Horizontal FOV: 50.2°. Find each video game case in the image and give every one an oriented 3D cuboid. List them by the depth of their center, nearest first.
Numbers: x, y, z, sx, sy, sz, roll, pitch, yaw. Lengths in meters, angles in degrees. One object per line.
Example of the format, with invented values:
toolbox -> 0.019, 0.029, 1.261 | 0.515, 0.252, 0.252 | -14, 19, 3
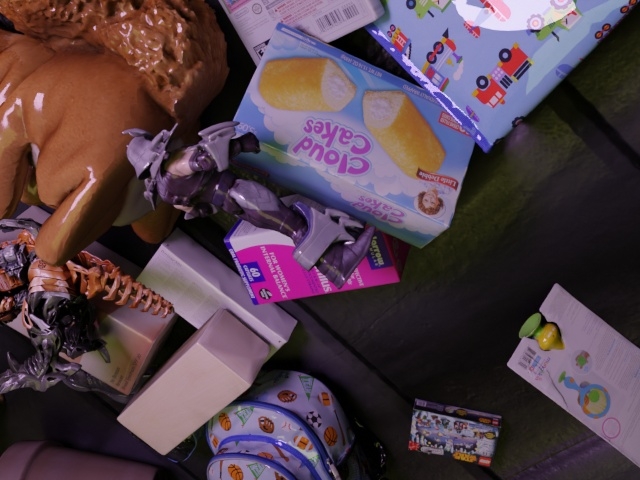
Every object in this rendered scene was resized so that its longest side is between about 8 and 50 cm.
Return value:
video game case -> -0.050, -0.305, 0.772 | 0.212, 0.023, 0.193 | -8, 120, 50

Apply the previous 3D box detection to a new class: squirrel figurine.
squirrel figurine -> -0.333, -0.214, 0.863 | 0.370, 0.281, 0.397 | 35, 110, 8

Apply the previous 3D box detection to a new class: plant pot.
plant pot -> -0.441, 0.537, 1.304 | 0.280, 0.323, 0.323 | -5, 119, 1

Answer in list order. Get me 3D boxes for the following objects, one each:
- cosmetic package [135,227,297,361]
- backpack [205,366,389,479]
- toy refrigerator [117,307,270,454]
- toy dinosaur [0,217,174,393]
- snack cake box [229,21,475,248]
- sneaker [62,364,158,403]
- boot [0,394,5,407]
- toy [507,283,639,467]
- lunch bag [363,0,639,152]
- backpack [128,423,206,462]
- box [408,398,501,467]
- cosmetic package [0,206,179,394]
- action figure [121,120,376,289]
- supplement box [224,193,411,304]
cosmetic package -> -0.161, 0.094, 1.068 | 0.239, 0.060, 0.099 | 39, 127, -7
backpack -> -0.065, 0.344, 1.109 | 0.276, 0.213, 0.263 | -12, 104, 27
toy refrigerator -> -0.200, 0.223, 1.070 | 0.102, 0.094, 0.269 | 40, 127, -8
toy dinosaur -> -0.370, 0.080, 0.932 | 0.322, 0.164, 0.218 | 13, 108, 29
snack cake box -> 0.037, -0.118, 0.793 | 0.264, 0.152, 0.089 | 23, 159, -8
sneaker -> -0.382, 0.240, 1.236 | 0.170, 0.051, 0.089 | 18, 123, 2
boot -> -0.763, 0.333, 1.278 | 0.236, 0.269, 0.089 | 35, 124, -4
toy -> 0.368, 0.184, 0.936 | 0.237, 0.137, 0.056 | 38, 164, -8
lunch bag -> 0.156, -0.281, 0.718 | 0.293, 0.138, 0.221 | 43, 126, 2
backpack -> -0.264, 0.330, 1.226 | 0.114, 0.084, 0.105 | 38, 121, -2
box -> 0.213, 0.309, 1.094 | 0.137, 0.027, 0.094 | 8, 123, 13
cosmetic package -> -0.387, 0.096, 1.102 | 0.296, 0.129, 0.153 | 30, 125, 0
action figure -> -0.085, -0.048, 0.740 | 0.285, 0.099, 0.185 | 27, 168, -6
supplement box -> 0.000, 0.000, 0.931 | 0.220, 0.114, 0.111 | -12, 115, 22
